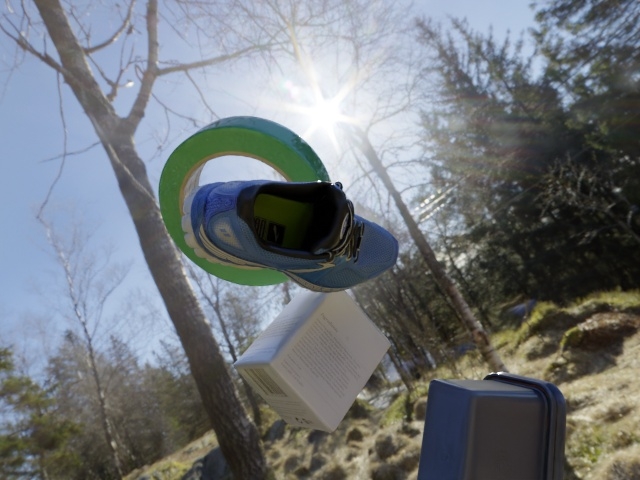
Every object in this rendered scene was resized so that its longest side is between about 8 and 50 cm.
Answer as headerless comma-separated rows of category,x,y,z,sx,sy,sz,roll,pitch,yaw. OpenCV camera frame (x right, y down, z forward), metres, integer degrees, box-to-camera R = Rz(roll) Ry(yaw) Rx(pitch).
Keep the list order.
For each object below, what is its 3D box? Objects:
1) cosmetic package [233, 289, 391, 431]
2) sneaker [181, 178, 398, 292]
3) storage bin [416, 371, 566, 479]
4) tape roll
cosmetic package,-0.013,0.193,0.752,0.184,0.151,0.151,-46,11,-33
sneaker,0.000,0.000,0.579,0.330,0.130,0.147,11,-11,-41
storage bin,0.132,0.178,0.379,0.091,0.135,0.098,16,-11,-24
tape roll,-0.136,-0.064,0.836,0.321,0.321,0.077,-38,18,26
